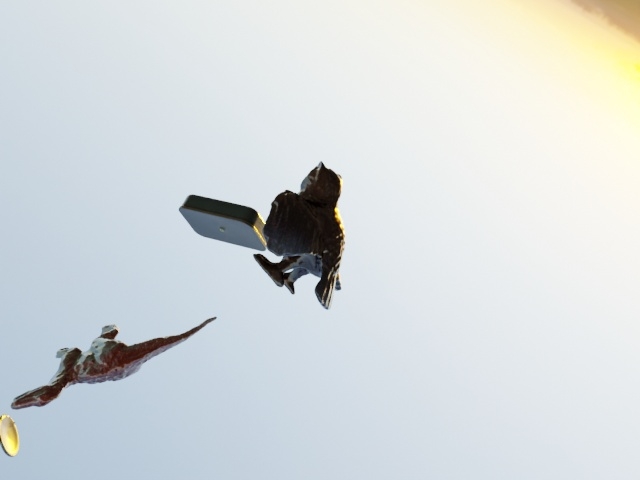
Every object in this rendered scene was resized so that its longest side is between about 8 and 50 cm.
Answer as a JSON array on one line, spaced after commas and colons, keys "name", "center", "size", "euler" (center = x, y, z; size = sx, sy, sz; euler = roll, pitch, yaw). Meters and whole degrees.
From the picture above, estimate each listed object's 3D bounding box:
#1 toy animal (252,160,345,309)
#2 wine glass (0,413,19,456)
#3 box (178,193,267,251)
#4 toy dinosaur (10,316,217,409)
[{"name": "toy animal", "center": [0.002, -0.008, 1.196], "size": [0.116, 0.179, 0.218], "euler": [22, 172, 29]}, {"name": "wine glass", "center": [-0.528, 0.308, 1.310], "size": [0.155, 0.073, 0.073], "euler": [-15, -156, 3]}, {"name": "box", "center": [-0.137, -0.027, 1.301], "size": [0.126, 0.031, 0.091], "euler": [13, 156, 24]}, {"name": "toy dinosaur", "center": [-0.246, 0.145, 1.110], "size": [0.242, 0.053, 0.167], "euler": [-12, -167, 0]}]
